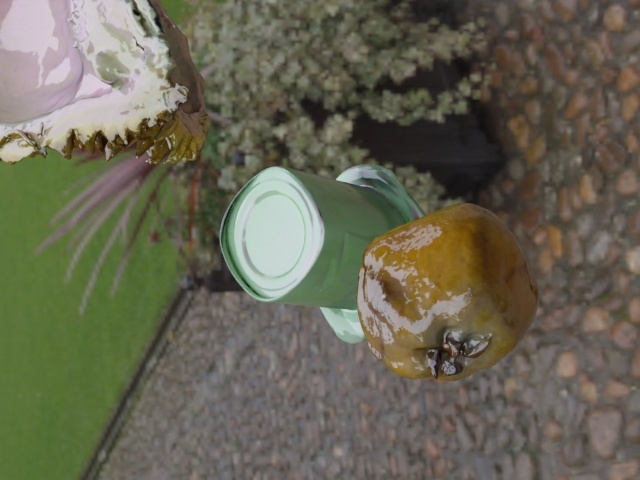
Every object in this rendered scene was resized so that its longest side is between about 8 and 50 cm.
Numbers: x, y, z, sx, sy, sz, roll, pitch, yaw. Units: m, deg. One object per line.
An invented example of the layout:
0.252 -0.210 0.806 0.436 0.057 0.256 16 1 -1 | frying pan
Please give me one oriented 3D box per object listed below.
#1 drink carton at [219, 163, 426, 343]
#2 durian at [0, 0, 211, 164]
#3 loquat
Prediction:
0.000 0.000 0.993 0.144 0.142 0.146 -47 59 22 | drink carton
-0.205 -0.155 0.823 0.305 0.196 0.185 63 -173 19 | durian
0.085 0.040 0.763 0.113 0.137 0.137 65 168 -26 | loquat
